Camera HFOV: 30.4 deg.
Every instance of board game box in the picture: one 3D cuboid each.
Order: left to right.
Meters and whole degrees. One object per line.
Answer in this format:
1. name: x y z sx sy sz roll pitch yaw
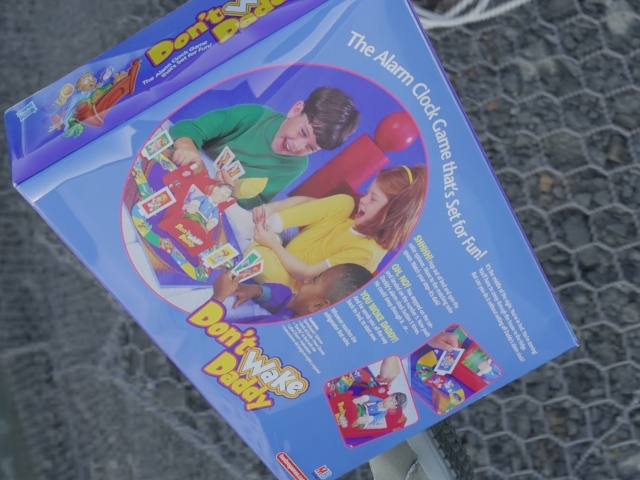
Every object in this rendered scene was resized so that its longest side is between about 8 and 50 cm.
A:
1. board game box: 0.000 0.000 0.751 0.233 0.347 0.078 -30 41 5

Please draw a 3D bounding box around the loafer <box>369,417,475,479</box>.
1. loafer: 0.029 0.115 0.958 0.087 0.094 0.251 -32 80 17
